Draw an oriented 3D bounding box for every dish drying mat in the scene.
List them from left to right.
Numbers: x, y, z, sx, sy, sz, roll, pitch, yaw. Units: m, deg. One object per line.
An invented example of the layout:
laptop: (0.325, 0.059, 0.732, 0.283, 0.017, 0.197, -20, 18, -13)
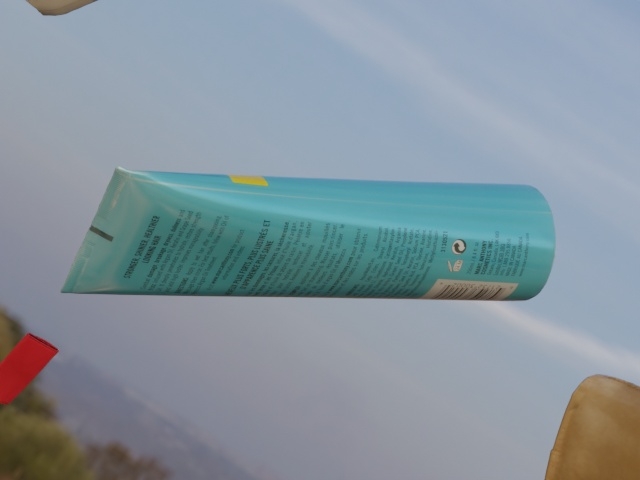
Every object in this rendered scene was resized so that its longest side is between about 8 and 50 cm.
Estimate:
dish drying mat: (-0.259, 0.110, 1.540, 0.032, 0.083, 0.008, 33, 32, -19)

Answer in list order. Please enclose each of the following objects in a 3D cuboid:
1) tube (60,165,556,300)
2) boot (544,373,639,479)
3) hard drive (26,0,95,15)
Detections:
tube: (0.000, 0.000, 0.759, 0.207, 0.080, 0.052, 1, 46, -27)
boot: (0.253, 0.234, 1.127, 0.269, 0.236, 0.089, 20, 4, 43)
hard drive: (-0.064, -0.287, 1.098, 0.203, 0.307, 0.040, -13, -43, 43)
